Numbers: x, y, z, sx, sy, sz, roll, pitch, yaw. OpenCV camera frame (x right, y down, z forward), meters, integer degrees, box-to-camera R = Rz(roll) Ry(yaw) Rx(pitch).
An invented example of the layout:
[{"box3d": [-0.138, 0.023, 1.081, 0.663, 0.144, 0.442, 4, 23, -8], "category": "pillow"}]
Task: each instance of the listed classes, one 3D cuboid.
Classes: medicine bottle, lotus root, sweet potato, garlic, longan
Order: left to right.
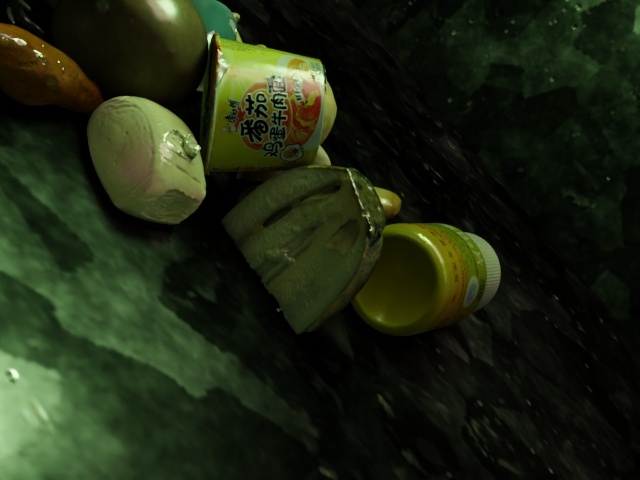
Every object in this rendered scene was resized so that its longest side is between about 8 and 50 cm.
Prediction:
[{"box3d": [-0.465, -0.272, 1.611, 0.359, 0.112, 0.112, 26, 29, -46], "category": "sweet potato"}, {"box3d": [-0.337, -0.366, 1.791, 0.300, 0.300, 0.243, 37, 60, -22], "category": "longan"}, {"box3d": [-0.067, -0.168, 1.972, 0.196, 0.101, 0.087, -2, 19, -22], "category": "garlic"}, {"box3d": [0.002, -0.017, 1.798, 0.267, 0.260, 0.149, 54, 23, 18], "category": "lotus root"}, {"box3d": [0.231, 0.075, 2.105, 0.224, 0.224, 0.384, 54, 22, 17], "category": "medicine bottle"}]

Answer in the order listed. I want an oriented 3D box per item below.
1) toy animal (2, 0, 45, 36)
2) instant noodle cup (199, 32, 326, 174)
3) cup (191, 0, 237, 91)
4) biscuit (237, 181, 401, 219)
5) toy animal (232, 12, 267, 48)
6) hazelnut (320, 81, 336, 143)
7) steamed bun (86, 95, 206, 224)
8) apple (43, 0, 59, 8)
[{"box3d": [-0.577, -0.478, 1.792, 0.137, 0.082, 0.269, 17, 39, -48], "category": "toy animal"}, {"box3d": [-0.109, -0.233, 1.813, 0.200, 0.264, 0.264, 5, 36, -12], "category": "instant noodle cup"}, {"box3d": [-0.258, -0.407, 2.139, 0.173, 0.167, 0.299, -97, 165, -49], "category": "cup"}, {"box3d": [0.003, -0.076, 1.982, 0.291, 0.062, 0.237, 13, 19, 15], "category": "biscuit"}, {"box3d": [-0.225, -0.459, 2.355, 0.233, 0.121, 0.168, 23, 42, -38], "category": "toy animal"}, {"box3d": [-0.094, -0.262, 2.084, 0.261, 0.261, 0.241, 0, 71, -61], "category": "hazelnut"}, {"box3d": [-0.277, -0.150, 1.672, 0.170, 0.152, 0.238, 21, 36, -48], "category": "steamed bun"}, {"box3d": [-0.471, -0.525, 1.929, 0.155, 0.182, 0.182, -11, 58, -44], "category": "apple"}]
